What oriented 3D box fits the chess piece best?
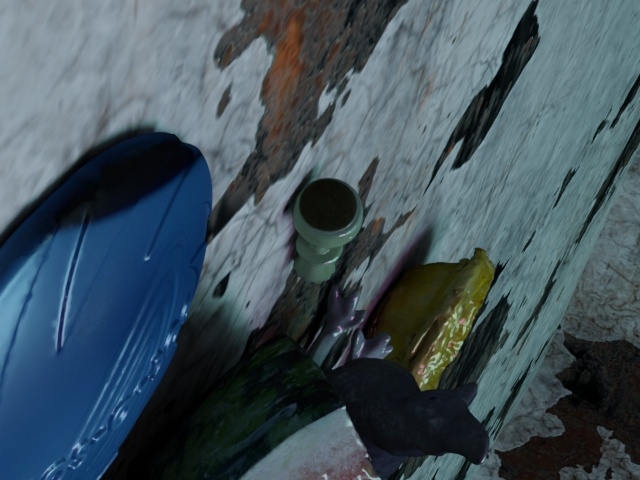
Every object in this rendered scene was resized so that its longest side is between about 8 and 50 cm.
[{"bbox_3d":[0.000,0.000,0.958,0.042,0.042,0.093,-55,171,-25],"label":"chess piece"}]

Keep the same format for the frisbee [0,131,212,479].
[{"bbox_3d":[-0.107,0.067,0.681,0.242,0.045,0.242,-57,168,-20],"label":"frisbee"}]

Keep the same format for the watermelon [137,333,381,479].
[{"bbox_3d":[-0.044,0.187,0.917,0.260,0.176,0.256,-44,173,7],"label":"watermelon"}]

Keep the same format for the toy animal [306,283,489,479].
[{"bbox_3d":[0.004,0.135,1.099,0.367,0.081,0.206,-40,-153,43],"label":"toy animal"}]

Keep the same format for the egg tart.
[{"bbox_3d":[0.086,0.084,1.385,0.191,0.074,0.191,-57,167,-21],"label":"egg tart"}]
